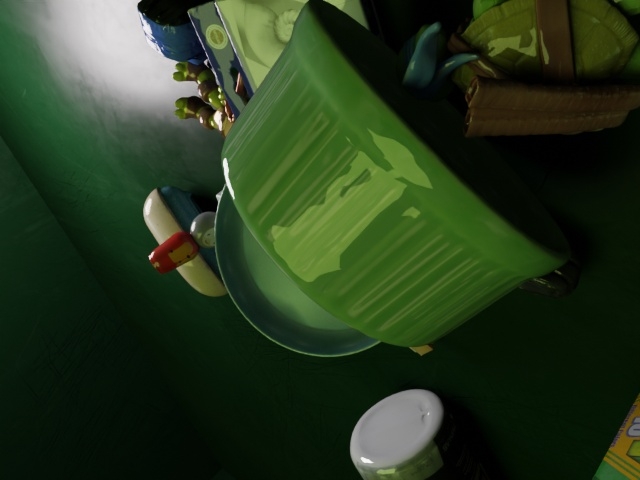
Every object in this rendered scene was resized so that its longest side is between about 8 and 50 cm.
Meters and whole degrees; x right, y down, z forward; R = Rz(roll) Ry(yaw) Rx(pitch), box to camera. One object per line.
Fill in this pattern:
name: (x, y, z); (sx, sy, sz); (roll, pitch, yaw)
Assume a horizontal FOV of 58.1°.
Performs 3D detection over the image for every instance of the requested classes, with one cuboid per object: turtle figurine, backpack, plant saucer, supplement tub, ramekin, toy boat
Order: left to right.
backpack: (-0.176, -0.291, 0.778); (0.098, 0.120, 0.101); (34, 147, 25)
toy boat: (-0.249, -0.003, 1.163); (0.267, 0.148, 0.318); (56, 176, -7)
turtle figurine: (-0.138, -0.192, 0.874); (0.217, 0.087, 0.269); (43, 156, 26)
plant saucer: (0.000, 0.000, 0.792); (0.318, 0.044, 0.317); (2, 96, 22)
ramekin: (0.059, -0.053, 0.518); (0.303, 0.303, 0.148); (47, 113, 5)
supplement tub: (0.202, 0.442, 1.027); (0.194, 0.194, 0.315); (-5, 119, 56)
turtle figurine: (0.202, -0.176, 0.416); (0.267, 0.275, 0.197); (0, 103, 30)

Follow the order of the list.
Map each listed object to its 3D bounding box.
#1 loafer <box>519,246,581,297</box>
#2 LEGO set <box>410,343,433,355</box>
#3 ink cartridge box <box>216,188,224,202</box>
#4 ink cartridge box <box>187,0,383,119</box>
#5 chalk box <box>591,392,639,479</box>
loafer: (0.186, -0.005, 0.656); (0.223, 0.076, 0.078); (36, 170, 29)
LEGO set: (0.086, 0.051, 0.872); (0.287, 0.107, 0.132); (42, -175, 5)
ink cartridge box: (-0.094, -0.035, 1.018); (0.181, 0.062, 0.104); (21, 140, 42)
ink cartridge box: (-0.031, -0.191, 0.677); (0.224, 0.045, 0.223); (-8, 121, 26)
chalk box: (0.425, 0.220, 0.486); (0.179, 0.180, 0.289); (50, 150, 0)
